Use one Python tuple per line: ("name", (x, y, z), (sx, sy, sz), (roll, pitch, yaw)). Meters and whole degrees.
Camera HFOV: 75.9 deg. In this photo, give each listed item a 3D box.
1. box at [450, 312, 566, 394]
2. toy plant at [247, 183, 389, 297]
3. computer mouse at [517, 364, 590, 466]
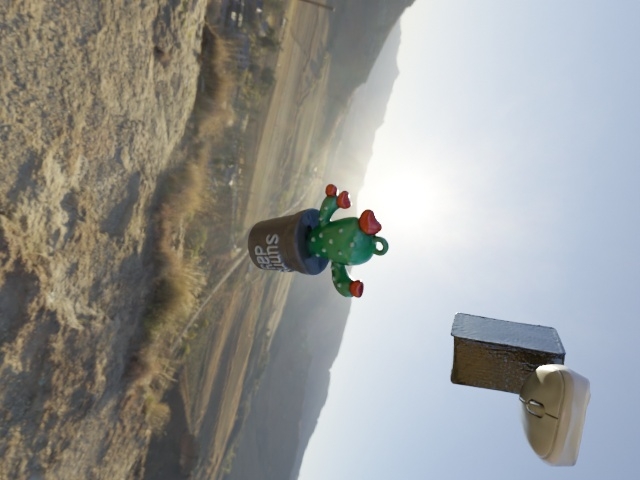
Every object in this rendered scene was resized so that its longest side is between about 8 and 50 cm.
("box", (0.498, 0.311, 1.125), (0.184, 0.274, 0.143), (-28, 121, -67))
("toy plant", (0.000, 0.014, 1.109), (0.185, 0.401, 0.278), (18, 72, -56))
("computer mouse", (0.462, 0.333, 0.825), (0.297, 0.121, 0.184), (19, 86, -55))
